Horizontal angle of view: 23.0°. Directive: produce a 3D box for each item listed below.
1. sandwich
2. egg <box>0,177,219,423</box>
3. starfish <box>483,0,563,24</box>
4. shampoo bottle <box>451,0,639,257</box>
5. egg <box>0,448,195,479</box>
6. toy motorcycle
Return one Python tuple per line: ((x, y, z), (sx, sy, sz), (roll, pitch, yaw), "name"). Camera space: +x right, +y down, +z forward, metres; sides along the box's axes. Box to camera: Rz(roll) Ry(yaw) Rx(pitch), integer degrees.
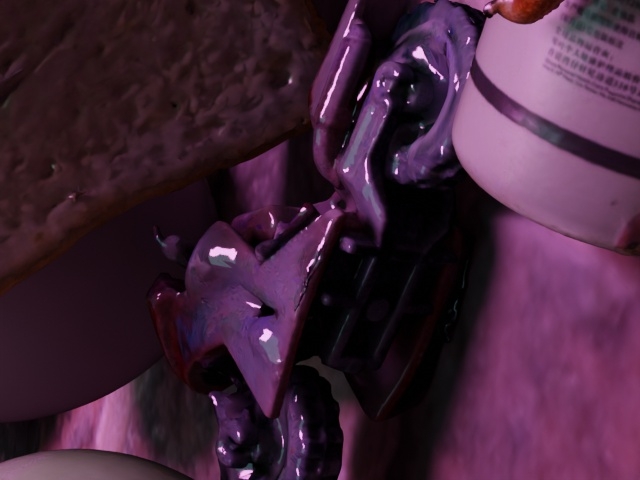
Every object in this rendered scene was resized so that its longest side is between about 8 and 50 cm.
((-0.146, -0.117, 0.577), (0.095, 0.249, 0.273), (34, 151, 61), "sandwich")
((-0.167, -0.002, 0.742), (0.176, 0.232, 0.176), (-15, 73, 57), "egg")
((0.067, -0.095, 0.332), (0.130, 0.041, 0.133), (42, 120, 9), "starfish")
((0.108, -0.126, 0.375), (0.085, 0.085, 0.262), (53, 133, 51), "shampoo bottle")
((-0.099, 0.215, 0.600), (0.220, 0.220, 0.270), (-20, 69, 61), "egg")
((0.001, 0.000, 0.584), (0.122, 0.082, 0.213), (45, 119, 42), "toy motorcycle")
